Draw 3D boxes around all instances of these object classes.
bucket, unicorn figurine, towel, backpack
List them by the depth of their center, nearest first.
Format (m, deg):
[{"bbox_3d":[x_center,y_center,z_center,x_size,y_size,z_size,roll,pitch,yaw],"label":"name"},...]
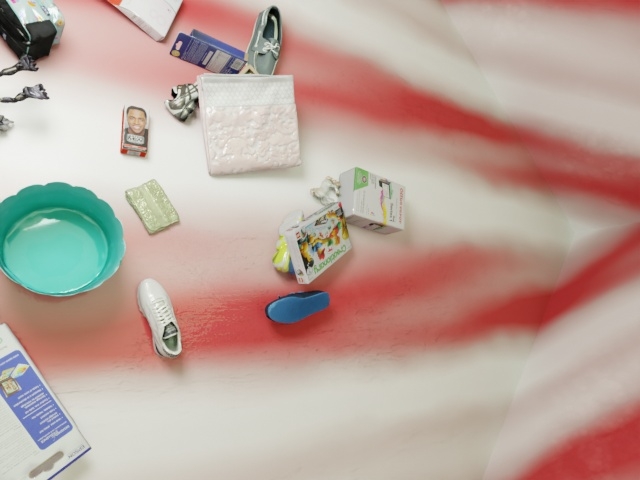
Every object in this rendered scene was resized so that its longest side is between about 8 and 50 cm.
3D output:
[{"bbox_3d":[-0.639,0.007,0.992,0.281,0.183,0.281,8,76,-34],"label":"bucket"},{"bbox_3d":[-0.767,-0.587,1.034,0.188,0.166,0.144,53,54,-19],"label":"backpack"},{"bbox_3d":[-0.500,-0.103,1.206,0.110,0.027,0.148,-36,101,-35],"label":"towel"},{"bbox_3d":[-0.228,-0.391,1.353,0.332,0.053,0.316,-10,106,-24],"label":"towel"},{"bbox_3d":[0.016,-0.189,1.569,0.111,0.060,0.161,41,44,-21],"label":"unicorn figurine"}]

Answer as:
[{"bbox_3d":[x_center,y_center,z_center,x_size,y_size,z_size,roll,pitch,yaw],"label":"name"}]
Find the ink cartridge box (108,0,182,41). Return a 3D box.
[{"bbox_3d":[-0.560,-0.774,1.250,0.232,0.066,0.189,36,61,-46],"label":"ink cartridge box"}]

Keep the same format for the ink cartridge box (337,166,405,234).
[{"bbox_3d":[0.213,-0.156,1.654,0.278,0.117,0.201,14,73,-32],"label":"ink cartridge box"}]

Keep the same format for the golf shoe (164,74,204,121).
[{"bbox_3d":[-0.426,-0.483,1.305,0.094,0.077,0.198,36,61,-24],"label":"golf shoe"}]

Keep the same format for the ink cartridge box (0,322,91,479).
[{"bbox_3d":[-0.718,0.393,0.931,0.176,0.069,0.370,-34,98,-35],"label":"ink cartridge box"}]

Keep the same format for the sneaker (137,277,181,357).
[{"bbox_3d":[-0.445,0.216,1.139,0.090,0.095,0.235,-21,91,-34],"label":"sneaker"}]

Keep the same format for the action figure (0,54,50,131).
[{"bbox_3d":[-0.815,-0.344,0.975,0.276,0.141,0.164,-22,103,-10],"label":"action figure"}]

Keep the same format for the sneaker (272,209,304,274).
[{"bbox_3d":[-0.093,0.013,1.443,0.126,0.091,0.240,42,58,-42],"label":"sneaker"}]

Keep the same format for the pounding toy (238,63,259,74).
[{"bbox_3d":[-0.260,-0.466,1.412,0.181,0.094,0.206,43,77,-23],"label":"pounding toy"}]

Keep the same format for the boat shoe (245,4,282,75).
[{"bbox_3d":[-0.201,-0.723,1.495,0.116,0.099,0.319,14,73,-32],"label":"boat shoe"}]

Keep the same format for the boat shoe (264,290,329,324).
[{"bbox_3d":[-0.086,0.230,1.393,0.258,0.089,0.108,1,93,-40],"label":"boat shoe"}]

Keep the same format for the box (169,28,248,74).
[{"bbox_3d":[-0.369,-0.617,1.333,0.225,0.136,0.036,11,75,-33],"label":"box"}]

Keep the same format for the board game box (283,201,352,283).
[{"bbox_3d":[0.000,0.000,1.447,0.305,0.053,0.192,-37,118,-48],"label":"board game box"}]

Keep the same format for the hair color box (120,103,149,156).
[{"bbox_3d":[-0.554,-0.327,1.204,0.072,0.043,0.141,4,77,-33],"label":"hair color box"}]
